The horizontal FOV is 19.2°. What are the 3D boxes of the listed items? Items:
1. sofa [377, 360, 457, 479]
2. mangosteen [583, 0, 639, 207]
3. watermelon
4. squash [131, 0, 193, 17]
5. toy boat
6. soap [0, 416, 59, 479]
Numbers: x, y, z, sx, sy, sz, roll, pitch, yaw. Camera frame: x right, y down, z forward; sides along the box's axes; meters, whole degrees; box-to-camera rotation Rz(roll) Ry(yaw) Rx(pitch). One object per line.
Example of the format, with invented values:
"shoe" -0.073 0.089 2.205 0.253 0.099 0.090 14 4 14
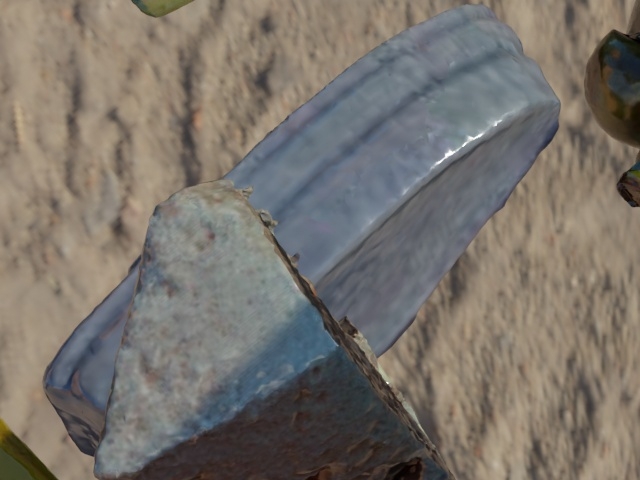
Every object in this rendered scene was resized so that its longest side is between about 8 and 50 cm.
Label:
"sofa" 0.045 0.218 1.395 0.225 0.176 0.210 -44 108 -38
"mangosteen" 0.343 -0.115 1.471 0.302 0.275 0.275 -38 68 -24
"watermelon" -0.017 0.079 0.580 0.154 0.241 0.094 -27 54 -12
"squash" -0.132 -0.308 1.511 0.204 0.155 0.237 -31 105 11
"toy boat" 0.000 0.000 0.861 0.283 0.127 0.078 -44 63 -14
"soap" -0.216 0.259 1.263 0.204 0.096 0.324 -45 65 -9
